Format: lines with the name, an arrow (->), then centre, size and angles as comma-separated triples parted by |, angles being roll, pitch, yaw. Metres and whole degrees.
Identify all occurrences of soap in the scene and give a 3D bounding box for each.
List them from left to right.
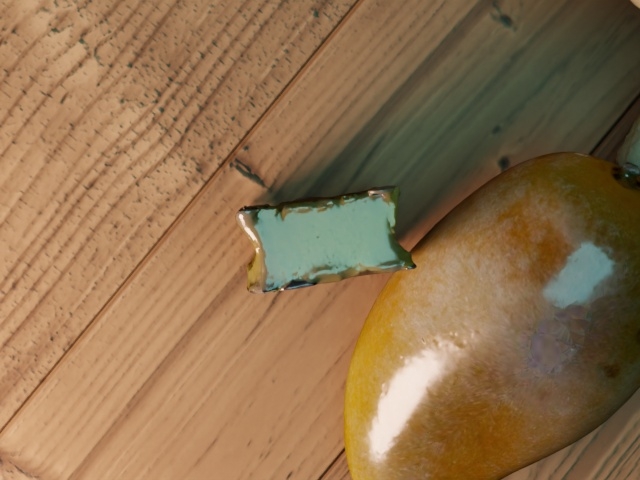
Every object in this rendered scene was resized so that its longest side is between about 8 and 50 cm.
soap -> 0.000, -0.002, 1.502 | 0.135, 0.233, 0.076 | -9, 91, -2

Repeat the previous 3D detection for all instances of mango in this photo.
mango -> 0.156, 0.087, 1.526 | 0.221, 0.199, 0.384 | 33, 109, -5

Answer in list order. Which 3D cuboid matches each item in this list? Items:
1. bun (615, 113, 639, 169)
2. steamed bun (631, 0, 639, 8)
bun -> 0.354, -0.053, 1.567 | 0.203, 0.126, 0.213 | 2, 99, -2
steamed bun -> 0.431, -0.332, 1.376 | 0.371, 0.290, 0.456 | 40, 85, -8
